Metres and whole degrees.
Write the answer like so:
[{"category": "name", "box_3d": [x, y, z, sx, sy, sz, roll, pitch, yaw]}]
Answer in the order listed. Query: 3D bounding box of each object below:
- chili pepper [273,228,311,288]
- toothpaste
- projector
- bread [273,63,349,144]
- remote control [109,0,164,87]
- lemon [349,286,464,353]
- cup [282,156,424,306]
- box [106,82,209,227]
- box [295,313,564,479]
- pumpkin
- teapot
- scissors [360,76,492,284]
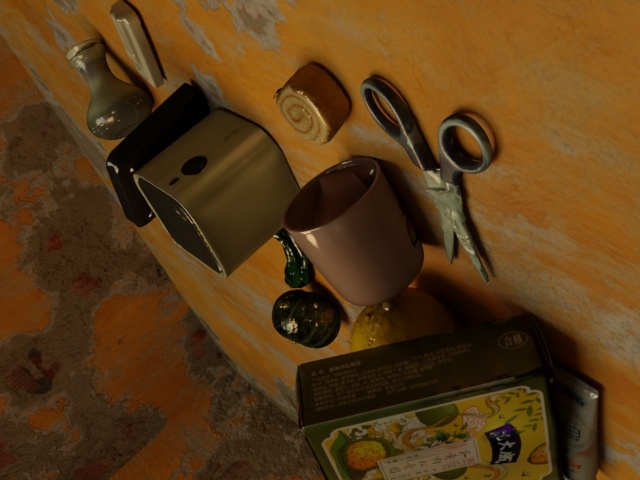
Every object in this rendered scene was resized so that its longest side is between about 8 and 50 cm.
[{"category": "chili pepper", "box_3d": [-0.075, 0.066, 2.177, 0.122, 0.065, 0.279, 49, 163, 32]}, {"category": "toothpaste", "box_3d": [0.450, 0.336, 1.480, 0.100, 0.066, 0.323, 33, 152, 43]}, {"category": "projector", "box_3d": [-0.218, -0.106, 1.847, 0.248, 0.249, 0.248, 30, 154, 44]}, {"category": "bread", "box_3d": [-0.015, -0.220, 1.403, 0.122, 0.073, 0.149, 47, 163, -2]}, {"category": "remote control", "box_3d": [-0.426, -0.450, 1.959, 0.090, 0.049, 0.230, 43, 163, 27]}, {"category": "lemon", "box_3d": [0.171, 0.214, 1.614, 0.236, 0.235, 0.263, 10, 118, 64]}, {"category": "cup", "box_3d": [0.063, -0.023, 1.493, 0.200, 0.191, 0.253, 55, -168, -27]}, {"category": "box", "box_3d": [-0.362, -0.191, 1.958, 0.073, 0.289, 0.290, 34, 156, 16]}, {"category": "box", "box_3d": [0.197, 0.329, 1.472, 0.138, 0.419, 0.373, -98, -8, -46]}, {"category": "pumpkin", "box_3d": [-0.037, 0.203, 2.212, 0.190, 0.146, 0.190, 13, -177, -1]}, {"category": "teapot", "box_3d": [-0.563, -0.399, 2.231, 0.251, 0.183, 0.183, 61, 163, 3]}, {"category": "scissors", "box_3d": [0.188, -0.073, 1.298, 0.256, 0.029, 0.384, 34, 158, 42]}]
